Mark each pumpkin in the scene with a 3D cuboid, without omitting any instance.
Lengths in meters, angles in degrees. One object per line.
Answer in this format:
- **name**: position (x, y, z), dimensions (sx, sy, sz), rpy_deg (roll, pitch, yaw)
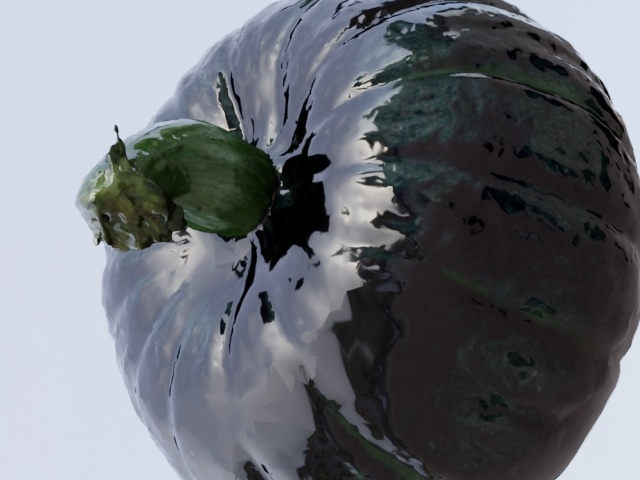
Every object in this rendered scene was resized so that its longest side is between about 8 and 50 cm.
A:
- **pumpkin**: position (0.000, 0.000, 0.807), dimensions (0.248, 0.248, 0.248), rpy_deg (9, -90, -71)
